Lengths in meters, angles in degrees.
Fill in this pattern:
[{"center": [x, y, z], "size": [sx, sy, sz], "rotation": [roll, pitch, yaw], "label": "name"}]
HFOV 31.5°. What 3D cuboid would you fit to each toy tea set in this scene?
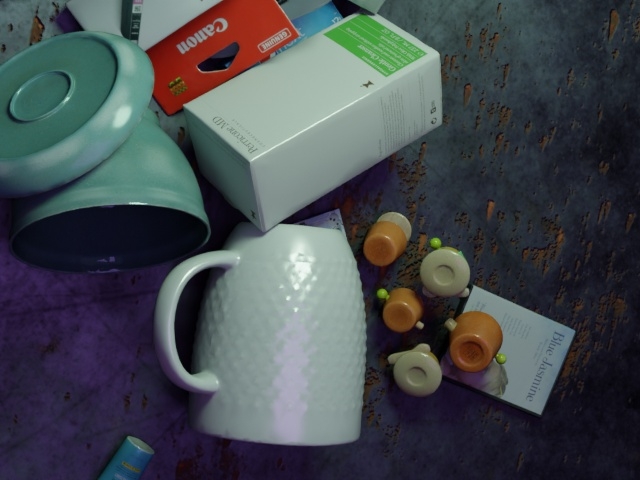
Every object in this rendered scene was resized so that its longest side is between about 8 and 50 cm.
[{"center": [0.194, 0.101, 1.991], "size": [0.200, 0.124, 0.336], "rotation": [-14, 103, 18], "label": "toy tea set"}]

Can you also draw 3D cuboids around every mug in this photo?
[{"center": [-0.097, 0.136, 1.772], "size": [0.374, 0.276, 0.328], "rotation": [6, 88, -40], "label": "mug"}]

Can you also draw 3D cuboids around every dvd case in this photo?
[{"center": [0.342, 0.207, 2.101], "size": [0.253, 0.022, 0.180], "rotation": [23, 88, -22], "label": "dvd case"}]

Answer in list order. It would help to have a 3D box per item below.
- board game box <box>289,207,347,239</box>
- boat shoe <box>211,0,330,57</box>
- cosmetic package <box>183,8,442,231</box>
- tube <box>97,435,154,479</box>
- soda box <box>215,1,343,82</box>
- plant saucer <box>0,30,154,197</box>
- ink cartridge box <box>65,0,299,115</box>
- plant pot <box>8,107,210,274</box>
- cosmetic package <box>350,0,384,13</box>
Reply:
[{"center": [0.000, 0.000, 1.945], "size": [0.090, 0.020, 0.090], "rotation": [-19, 102, -18], "label": "board game box"}, {"center": [-0.092, -0.382, 1.772], "size": [0.306, 0.105, 0.113], "rotation": [-24, 110, 29], "label": "boat shoe"}, {"center": [-0.006, -0.195, 1.785], "size": [0.365, 0.197, 0.155], "rotation": [-32, 140, -23], "label": "cosmetic package"}, {"center": [-0.347, 0.419, 1.853], "size": [0.080, 0.052, 0.207], "rotation": [32, 90, -15], "label": "tube"}, {"center": [-0.065, -0.319, 1.855], "size": [0.210, 0.067, 0.071], "rotation": [-40, 108, -12], "label": "soda box"}, {"center": [-0.390, -0.195, 1.622], "size": [0.317, 0.317, 0.044], "rotation": [-40, 138, -12], "label": "plant saucer"}, {"center": [-0.209, -0.335, 1.722], "size": [0.275, 0.060, 0.239], "rotation": [-27, 109, 24], "label": "ink cartridge box"}, {"center": [-0.318, -0.088, 1.696], "size": [0.293, 0.293, 0.196], "rotation": [0, 69, -21], "label": "plant pot"}, {"center": [0.049, -0.510, 1.758], "size": [0.224, 0.224, 0.138], "rotation": [26, 53, -11], "label": "cosmetic package"}]
